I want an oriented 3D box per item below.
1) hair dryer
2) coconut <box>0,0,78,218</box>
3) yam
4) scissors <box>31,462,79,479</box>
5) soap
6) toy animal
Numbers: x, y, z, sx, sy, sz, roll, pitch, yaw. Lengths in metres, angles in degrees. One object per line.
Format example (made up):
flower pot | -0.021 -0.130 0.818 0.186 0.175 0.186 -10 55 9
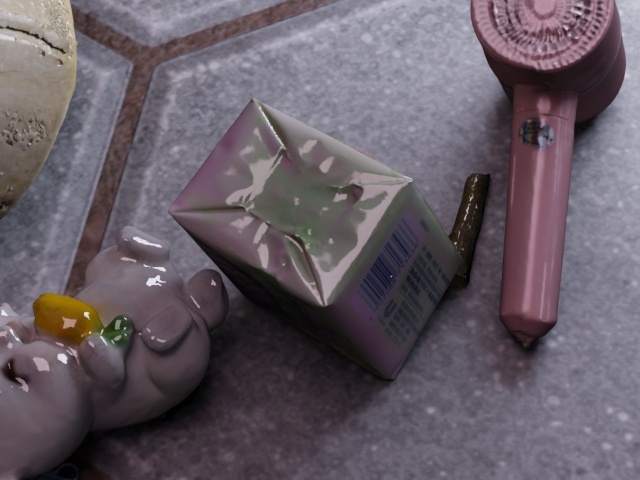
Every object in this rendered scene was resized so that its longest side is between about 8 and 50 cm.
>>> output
hair dryer | 0.198 -0.073 1.519 0.125 0.210 0.353 5 81 14
coconut | -0.388 -0.174 1.592 0.352 0.353 0.353 -4 55 6
yam | 0.133 -0.016 1.557 0.033 0.027 0.129 7 56 12
scissors | -0.252 0.206 1.475 0.083 0.006 0.036 7 57 17
soap | 0.000 0.000 1.454 0.182 0.199 0.138 28 79 27
toy animal | -0.227 0.129 1.434 0.208 0.154 0.325 22 60 25
